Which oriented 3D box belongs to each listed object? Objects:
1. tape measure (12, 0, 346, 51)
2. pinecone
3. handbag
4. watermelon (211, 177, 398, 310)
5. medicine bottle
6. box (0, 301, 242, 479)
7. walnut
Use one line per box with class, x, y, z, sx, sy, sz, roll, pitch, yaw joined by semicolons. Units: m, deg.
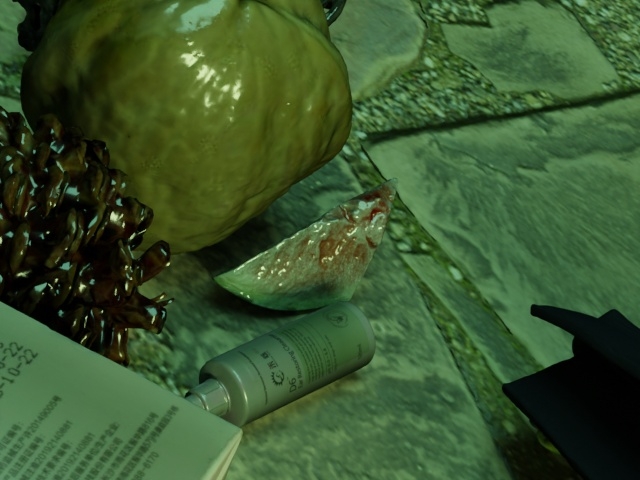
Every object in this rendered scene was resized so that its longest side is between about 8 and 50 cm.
tape measure;-0.109;-0.220;1.672;0.231;0.133;0.271;19;34;14
pinecone;-0.212;0.019;1.334;0.221;0.221;0.221;10;42;-9
handbag;0.319;0.159;1.345;0.303;0.122;0.329;15;12;-23
watermelon;-0.004;0.007;1.504;0.180;0.094;0.081;-35;66;-26
medicine bottle;-0.047;0.102;1.400;0.199;0.057;0.057;-22;55;-37
box;-0.248;0.149;1.152;0.341;0.225;0.143;26;40;7
walnut;-0.101;-0.118;1.459;0.283;0.283;0.227;9;59;-11
